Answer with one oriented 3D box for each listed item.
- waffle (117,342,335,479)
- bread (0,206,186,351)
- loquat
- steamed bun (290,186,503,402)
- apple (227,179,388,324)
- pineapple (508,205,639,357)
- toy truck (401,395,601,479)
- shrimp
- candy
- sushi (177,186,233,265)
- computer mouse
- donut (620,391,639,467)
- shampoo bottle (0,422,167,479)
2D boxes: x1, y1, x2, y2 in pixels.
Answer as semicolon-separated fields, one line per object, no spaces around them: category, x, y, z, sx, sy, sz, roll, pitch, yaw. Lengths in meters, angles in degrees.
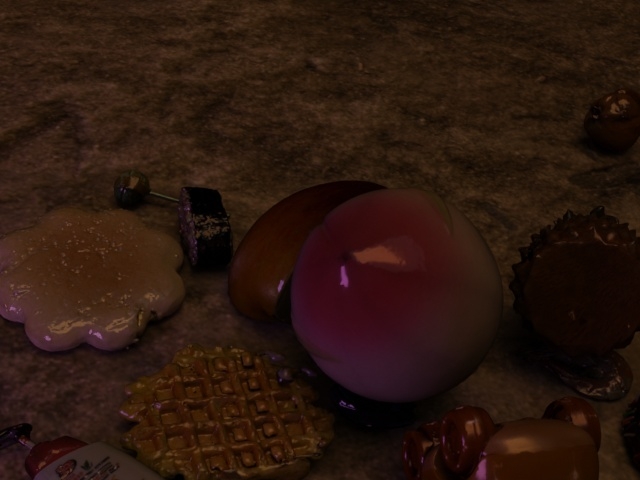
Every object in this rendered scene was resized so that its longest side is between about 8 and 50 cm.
waffle;-0.127;0.244;1.327;0.280;0.060;0.262;27;44;17
bread;-0.352;0.046;1.496;0.315;0.054;0.316;6;41;-5
loquat;0.609;-0.251;2.019;0.137;0.137;0.113;-10;48;-24
steamed bun;0.088;0.062;1.309;0.309;0.309;0.309;7;41;-6
apple;0.000;0.000;1.562;0.254;0.179;0.346;-4;22;46
pineapple;0.417;0.043;1.576;0.222;0.223;0.357;18;17;6
toy truck;0.234;0.309;1.205;0.204;0.288;0.212;0;67;-16
shrimp;0.399;0.194;1.532;0.190;0.042;0.101;14;48;-1
candy;-0.251;-0.068;1.660;0.202;0.061;0.061;17;40;-8
sushi;-0.190;-0.025;1.589;0.078;0.091;0.150;-4;47;-15
computer mouse;0.073;0.238;1.393;0.134;0.047;0.079;13;29;-10
donut;0.566;0.290;1.424;0.230;0.096;0.216;6;41;-8
shampoo bottle;-0.292;0.312;1.201;0.284;0.071;0.153;30;44;22
